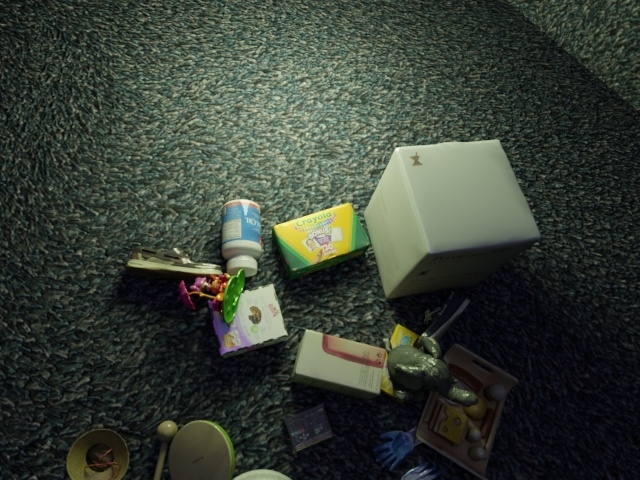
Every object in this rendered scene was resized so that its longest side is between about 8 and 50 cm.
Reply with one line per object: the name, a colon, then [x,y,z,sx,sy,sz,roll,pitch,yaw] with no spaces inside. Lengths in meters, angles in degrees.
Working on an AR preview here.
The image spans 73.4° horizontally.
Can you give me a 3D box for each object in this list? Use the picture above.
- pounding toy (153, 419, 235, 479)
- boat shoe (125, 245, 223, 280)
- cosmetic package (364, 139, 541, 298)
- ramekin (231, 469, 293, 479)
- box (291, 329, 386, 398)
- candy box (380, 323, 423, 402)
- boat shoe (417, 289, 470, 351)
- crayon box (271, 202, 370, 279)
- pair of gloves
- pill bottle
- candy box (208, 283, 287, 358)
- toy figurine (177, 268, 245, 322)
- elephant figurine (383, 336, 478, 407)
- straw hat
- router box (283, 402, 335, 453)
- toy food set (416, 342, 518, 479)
pounding toy: [-0.301,0.548,1.097,0.236,0.110,0.183,-6,75,20]
boat shoe: [-0.431,0.065,1.285,0.284,0.103,0.093,5,70,0]
cosmetic package: [0.359,-0.050,1.299,0.329,0.394,0.328,-7,67,-11]
ramekin: [-0.144,0.703,1.016,0.276,0.135,0.278,4,65,-8]
box: [0.048,0.350,1.201,0.232,0.149,0.127,15,64,-2]
candy box: [0.239,0.367,1.291,0.105,0.027,0.206,27,64,5]
boat shoe: [0.369,0.241,1.329,0.079,0.095,0.254,38,57,23]
crayon box: [0.000,0.000,1.392,0.278,0.081,0.166,-19,70,-16]
pair of gloves: [0.240,0.618,1.179,0.159,0.023,0.198,-18,69,-16]
pill bottle: [-0.245,-0.004,1.332,0.124,0.124,0.222,-2,67,-10]
candy box: [-0.212,0.235,1.256,0.196,0.070,0.165,-13,68,-14]
toy figurine: [-0.313,0.137,1.201,0.159,0.130,0.173,8,39,8]
elephant figurine: [0.286,0.349,1.160,0.185,0.239,0.170,14,66,-8]
straw hat: [-0.547,0.538,1.069,0.144,0.061,0.145,3,80,-17]
router box: [-0.032,0.513,1.175,0.122,0.038,0.092,-16,69,-15]
toy food set: [0.426,0.482,1.224,0.219,0.092,0.306,30,61,4]
